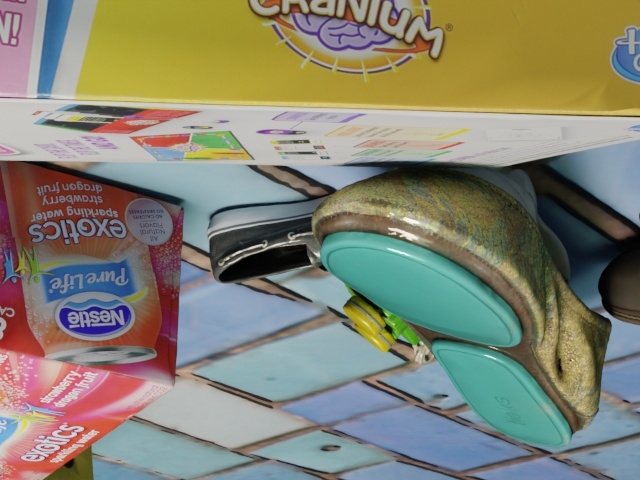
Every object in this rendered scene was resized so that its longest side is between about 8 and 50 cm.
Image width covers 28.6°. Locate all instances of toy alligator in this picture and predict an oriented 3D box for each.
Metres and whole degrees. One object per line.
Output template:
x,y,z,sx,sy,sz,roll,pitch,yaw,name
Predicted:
0.044,0.040,0.837,0.051,0.056,0.190,39,172,22,toy alligator

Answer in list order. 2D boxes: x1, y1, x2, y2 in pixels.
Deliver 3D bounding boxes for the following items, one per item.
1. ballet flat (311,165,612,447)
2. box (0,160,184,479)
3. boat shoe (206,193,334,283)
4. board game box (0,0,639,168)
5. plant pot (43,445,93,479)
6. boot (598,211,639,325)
0.094,0.018,0.717,0.123,0.123,0.348,-11,152,20,ballet flat
-0.198,0.065,0.791,0.128,0.123,0.257,16,149,-28,box
0.000,0.000,0.758,0.142,0.040,0.049,-8,153,13,boat shoe
-0.045,-0.068,0.467,0.316,0.064,0.242,0,179,-12,board game box
-0.291,0.196,0.976,0.187,0.212,0.212,-32,141,29,plant pot
0.217,-0.016,0.728,0.106,0.082,0.219,39,149,-16,boot
